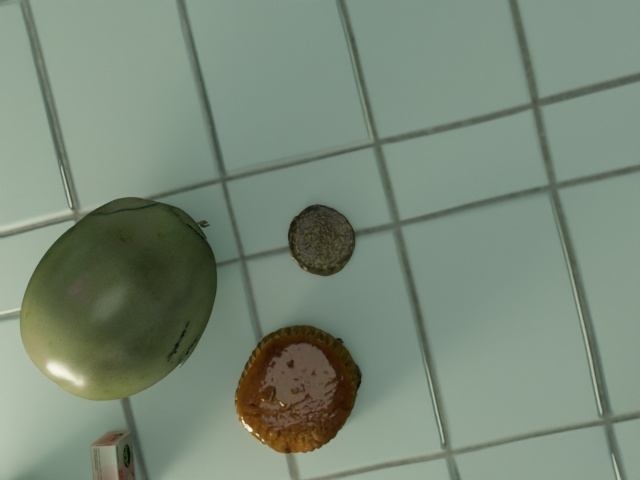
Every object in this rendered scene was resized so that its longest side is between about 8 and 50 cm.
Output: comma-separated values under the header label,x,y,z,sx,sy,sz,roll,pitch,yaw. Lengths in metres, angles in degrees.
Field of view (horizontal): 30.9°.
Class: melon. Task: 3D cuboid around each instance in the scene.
label,x,y,z,sx,sy,sz,roll,pitch,yaw
melon,-0.293,0.084,1.741,0.268,0.268,0.330,43,87,3

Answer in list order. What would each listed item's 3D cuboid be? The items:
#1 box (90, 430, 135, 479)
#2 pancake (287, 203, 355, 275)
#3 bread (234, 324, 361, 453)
label,x,y,z,sx,sy,sz,roll,pitch,yaw
box,-0.332,0.377,1.863,0.043,0.089,0.125,-4,96,8
pancake,0.000,0.000,1.819,0.114,0.011,0.115,1,95,8
bread,-0.037,0.234,1.800,0.199,0.104,0.199,1,96,6
